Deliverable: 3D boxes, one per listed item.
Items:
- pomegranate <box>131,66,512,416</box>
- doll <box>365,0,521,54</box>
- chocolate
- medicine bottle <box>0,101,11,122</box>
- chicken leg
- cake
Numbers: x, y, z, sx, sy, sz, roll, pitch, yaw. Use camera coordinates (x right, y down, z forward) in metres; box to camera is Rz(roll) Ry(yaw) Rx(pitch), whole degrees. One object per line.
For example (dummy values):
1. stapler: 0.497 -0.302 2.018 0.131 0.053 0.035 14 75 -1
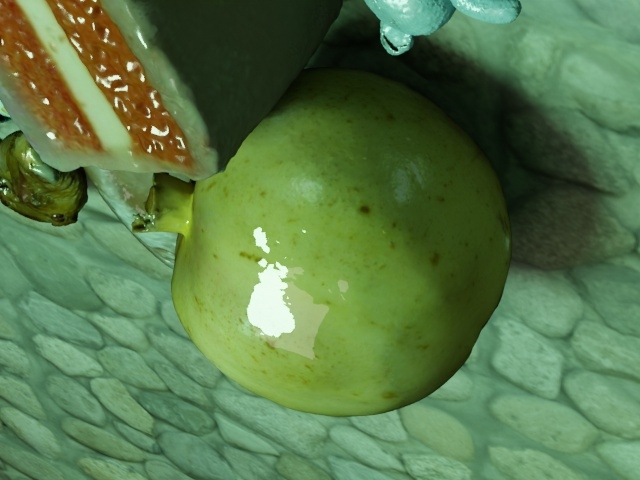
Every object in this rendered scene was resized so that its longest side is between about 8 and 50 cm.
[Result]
1. pomegranate: 0.000 0.000 1.486 0.319 0.319 0.319 24 149 15
2. doll: 0.112 -0.210 1.305 0.180 0.075 0.120 -8 95 23
3. chocolate: -0.162 -0.044 1.777 0.161 0.083 0.261 -2 135 42
4. medicine bottle: -0.391 -0.170 1.801 0.258 0.079 0.124 17 126 23
5. chicken leg: -0.285 -0.076 1.791 0.107 0.087 0.251 27 169 -5
6. cake: -0.157 -0.222 1.364 0.237 0.230 0.309 4 140 37
